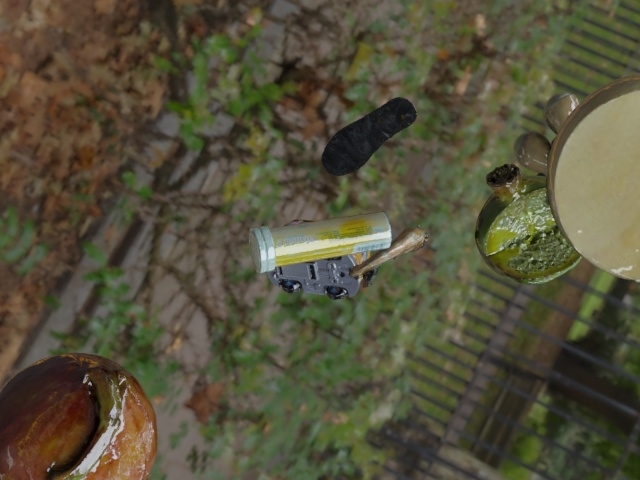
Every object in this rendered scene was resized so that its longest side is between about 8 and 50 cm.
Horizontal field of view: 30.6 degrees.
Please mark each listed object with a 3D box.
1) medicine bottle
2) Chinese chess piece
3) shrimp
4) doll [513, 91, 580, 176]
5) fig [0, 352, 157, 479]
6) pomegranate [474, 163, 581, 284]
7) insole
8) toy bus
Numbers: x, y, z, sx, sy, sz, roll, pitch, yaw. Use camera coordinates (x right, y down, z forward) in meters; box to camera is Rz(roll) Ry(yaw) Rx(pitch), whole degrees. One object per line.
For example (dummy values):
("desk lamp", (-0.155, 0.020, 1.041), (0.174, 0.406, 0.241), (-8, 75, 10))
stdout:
("medicine bottle", (0.000, 0.000, 1.845), (0.074, 0.218, 0.073), (171, -90, -74))
("Chinese chess piece", (0.392, -0.074, 1.373), (0.097, 0.251, 0.250), (-53, 165, -68))
("shrimp", (0.122, 0.025, 2.010), (0.152, 0.046, 0.219), (-36, 176, 17))
("doll", (0.511, -0.155, 2.092), (0.330, 0.174, 0.235), (4, 127, -41))
("fig", (-0.269, 0.212, 1.298), (0.205, 0.205, 0.205), (-57, 165, -25))
("pomegranate", (0.265, -0.026, 1.536), (0.143, 0.169, 0.122), (-36, -170, 3))
("insole", (0.083, -0.188, 2.104), (0.232, 0.080, 0.003), (-36, -165, 37))
("toy bus", (0.000, 0.030, 2.389), (0.136, 0.210, 0.126), (-54, 143, -46))
